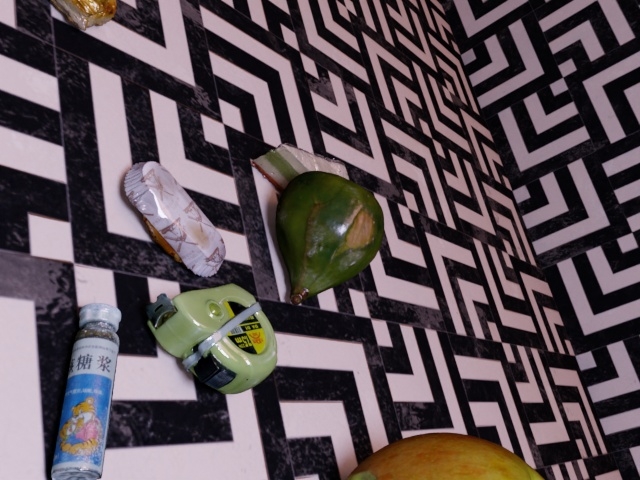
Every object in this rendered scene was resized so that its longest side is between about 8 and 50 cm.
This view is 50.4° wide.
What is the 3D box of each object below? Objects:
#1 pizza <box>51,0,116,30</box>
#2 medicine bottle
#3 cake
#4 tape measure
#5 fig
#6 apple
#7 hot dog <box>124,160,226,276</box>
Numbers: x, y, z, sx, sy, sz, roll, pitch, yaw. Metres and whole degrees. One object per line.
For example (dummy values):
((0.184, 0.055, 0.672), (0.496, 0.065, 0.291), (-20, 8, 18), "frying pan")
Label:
((-0.356, -0.375, 0.996), (0.182, 0.063, 0.161), (14, 57, -55), "pizza")
((-0.249, 0.161, 0.735), (0.051, 0.051, 0.191), (34, 39, -40), "medicine bottle")
((-0.024, -0.131, 1.289), (0.220, 0.086, 0.116), (42, 36, -32), "cake")
((-0.129, 0.130, 0.910), (0.154, 0.087, 0.177), (55, 26, 12), "tape measure")
((0.000, 0.000, 1.168), (0.195, 0.195, 0.244), (37, 75, -37), "fig")
((0.187, 0.432, 0.946), (0.340, 0.340, 0.339), (38, 38, -37), "apple")
((-0.203, -0.027, 0.962), (0.192, 0.053, 0.099), (52, 32, -24), "hot dog")
